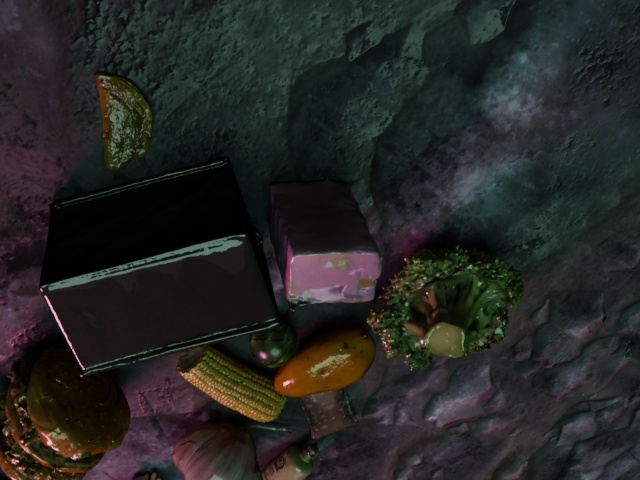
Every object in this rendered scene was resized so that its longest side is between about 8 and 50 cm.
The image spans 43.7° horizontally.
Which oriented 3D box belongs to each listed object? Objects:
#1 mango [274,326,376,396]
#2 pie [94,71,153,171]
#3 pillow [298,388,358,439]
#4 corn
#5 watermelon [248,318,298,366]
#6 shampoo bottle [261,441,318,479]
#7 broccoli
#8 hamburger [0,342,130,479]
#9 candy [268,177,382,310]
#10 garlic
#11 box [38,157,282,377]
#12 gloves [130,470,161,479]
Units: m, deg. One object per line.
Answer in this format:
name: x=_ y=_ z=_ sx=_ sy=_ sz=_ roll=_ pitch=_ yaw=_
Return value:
mango: x=0.010 y=0.256 z=1.635 sx=0.227 sy=0.109 sz=0.147 roll=-29 pitch=150 yaw=9
pie: x=-0.321 y=-0.190 z=1.308 sx=0.092 sy=0.034 sz=0.169 roll=1 pitch=118 yaw=-11
pillow: x=0.013 y=0.368 z=1.758 sx=0.118 sy=0.043 sz=0.184 roll=-18 pitch=126 yaw=2
corn: x=-0.178 y=0.294 z=1.635 sx=0.244 sy=0.093 sz=0.093 roll=34 pitch=111 yaw=-29
watermelon: x=-0.098 y=0.203 z=1.589 sx=0.109 sy=0.109 sz=0.108 roll=-6 pitch=125 yaw=-9
shampoo bottle: x=-0.067 y=0.519 z=1.820 sx=0.079 sy=0.079 sz=0.162 roll=35 pitch=111 yaw=-30
broccoli: x=0.233 y=0.127 z=1.541 sx=0.260 sy=0.235 sz=0.288 roll=6 pitch=120 yaw=-58
hamburger: x=-0.503 y=0.333 z=1.507 sx=0.211 sy=0.245 sz=0.260 roll=-38 pitch=103 yaw=16
candy: x=0.000 y=0.000 z=1.369 sx=0.156 sy=0.265 sz=0.115 roll=-5 pitch=121 yaw=-10
garlic: x=-0.197 y=0.480 z=1.747 sx=0.257 sy=0.207 sz=0.207 roll=-18 pitch=135 yaw=-45
box: x=-0.267 y=0.040 z=1.342 sx=0.346 sy=0.251 sz=0.204 roll=-15 pitch=126 yaw=-3
gloves: x=-0.406 y=0.589 z=1.789 sx=0.111 sy=0.094 sz=0.144 roll=13 pitch=128 yaw=-8
